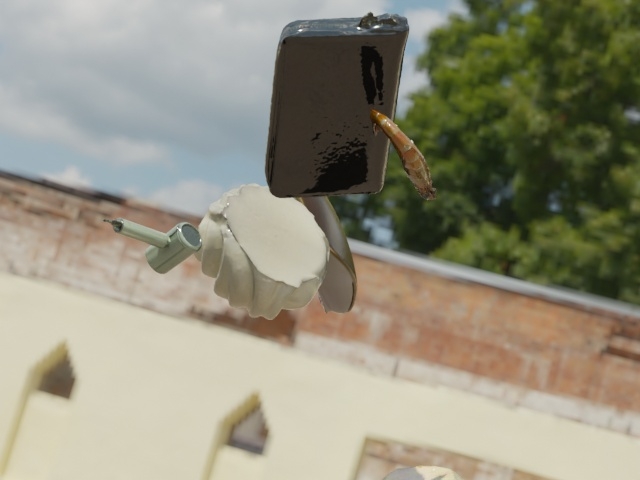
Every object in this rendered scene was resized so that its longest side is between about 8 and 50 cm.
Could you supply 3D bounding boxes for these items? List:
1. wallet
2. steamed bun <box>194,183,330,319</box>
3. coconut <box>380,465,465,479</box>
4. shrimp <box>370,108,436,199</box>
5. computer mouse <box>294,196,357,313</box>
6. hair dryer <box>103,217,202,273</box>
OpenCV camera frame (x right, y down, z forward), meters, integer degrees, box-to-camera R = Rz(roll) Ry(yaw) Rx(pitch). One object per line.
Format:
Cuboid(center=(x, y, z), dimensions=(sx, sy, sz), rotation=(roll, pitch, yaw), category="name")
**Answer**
Cuboid(center=(0.015, -0.150, 1.752), dimensions=(0.149, 0.044, 0.250), rotation=(-5, -46, -11), category="wallet")
Cuboid(center=(-0.078, 0.016, 1.943), dimensions=(0.183, 0.183, 0.106), rotation=(21, -47, -24), category="steamed bun")
Cuboid(center=(0.122, 0.350, 1.809), dimensions=(0.147, 0.152, 0.147), rotation=(-6, 17, 2), category="coconut")
Cuboid(center=(0.091, -0.093, 1.705), dimensions=(0.127, 0.025, 0.091), rotation=(57, -7, -37), category="shrimp")
Cuboid(center=(0.000, 0.000, 2.244), dimensions=(0.072, 0.158, 0.310), rotation=(-21, -24, -2), category="computer mouse")
Cuboid(center=(-0.198, -0.002, 1.770), dimensions=(0.063, 0.038, 0.124), rotation=(-36, -38, 31), category="hair dryer")
